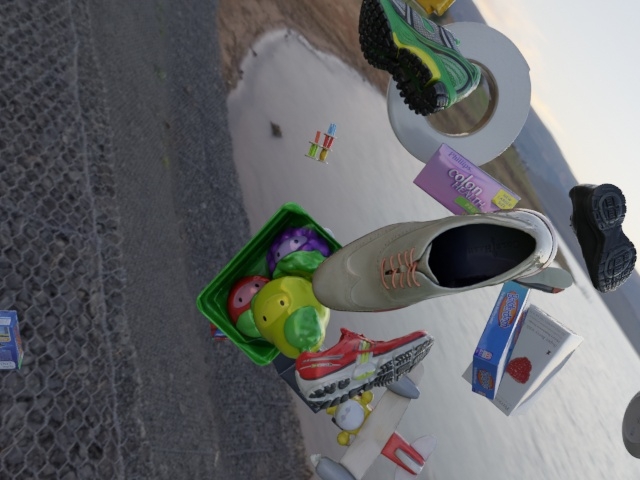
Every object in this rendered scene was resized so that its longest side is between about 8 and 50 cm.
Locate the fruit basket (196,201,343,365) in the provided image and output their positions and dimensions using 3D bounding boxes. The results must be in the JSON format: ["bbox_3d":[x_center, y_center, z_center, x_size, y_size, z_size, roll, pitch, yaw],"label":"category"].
[{"bbox_3d":[-0.096,0.125,1.203,0.283,0.392,0.392,44,23,-1],"label":"fruit basket"}]

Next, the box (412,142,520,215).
[{"bbox_3d":[0.359,-0.118,1.243,0.213,0.117,0.243,40,12,11],"label":"box"}]

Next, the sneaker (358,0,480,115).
[{"bbox_3d":[0.190,-0.399,1.040,0.344,0.146,0.134,60,-22,22],"label":"sneaker"}]

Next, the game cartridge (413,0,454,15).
[{"bbox_3d":[0.305,-0.750,1.226,0.285,0.323,0.052,53,20,18],"label":"game cartridge"}]

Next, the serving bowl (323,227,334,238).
[{"bbox_3d":[0.000,0.000,1.530,0.027,0.083,0.083,12,49,-56],"label":"serving bowl"}]

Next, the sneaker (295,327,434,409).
[{"bbox_3d":[0.083,0.205,0.937,0.278,0.107,0.118,-14,49,-21],"label":"sneaker"}]

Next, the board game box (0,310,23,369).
[{"bbox_3d":[-0.616,0.167,0.840,0.201,0.136,0.035,6,44,-20],"label":"board game box"}]

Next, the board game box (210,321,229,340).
[{"bbox_3d":[-0.240,0.248,1.645,0.027,0.281,0.145,0,83,-66],"label":"board game box"}]

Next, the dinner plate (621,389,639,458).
[{"bbox_3d":[0.615,0.344,0.963,0.017,0.141,0.141,20,24,5],"label":"dinner plate"}]

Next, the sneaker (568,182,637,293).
[{"bbox_3d":[0.671,-0.011,1.220,0.130,0.108,0.287,-126,-160,-71],"label":"sneaker"}]

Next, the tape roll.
[{"bbox_3d":[0.377,-0.390,1.389,0.392,0.392,0.072,52,13,-11],"label":"tape roll"}]

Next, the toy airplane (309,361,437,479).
[{"bbox_3d":[0.143,0.557,1.489,0.272,0.384,0.386,45,34,-46],"label":"toy airplane"}]

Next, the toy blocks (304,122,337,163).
[{"bbox_3d":[0.008,-0.365,1.849,0.054,0.148,0.123,23,8,31],"label":"toy blocks"}]

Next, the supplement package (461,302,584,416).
[{"bbox_3d":[0.595,0.346,1.490,0.175,0.293,0.177,20,15,-50],"label":"supplement package"}]

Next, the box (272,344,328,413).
[{"bbox_3d":[-0.073,0.441,1.928,0.294,0.182,0.296,58,-6,-36],"label":"box"}]

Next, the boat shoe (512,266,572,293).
[{"bbox_3d":[0.337,0.055,0.821,0.136,0.043,0.049,15,66,-6],"label":"boat shoe"}]

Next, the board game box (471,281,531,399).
[{"bbox_3d":[0.342,0.170,0.944,0.210,0.047,0.160,-57,149,-26],"label":"board game box"}]

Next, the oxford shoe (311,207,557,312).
[{"bbox_3d":[0.141,0.029,0.767,0.146,0.396,0.141,-1,74,-63],"label":"oxford shoe"}]
